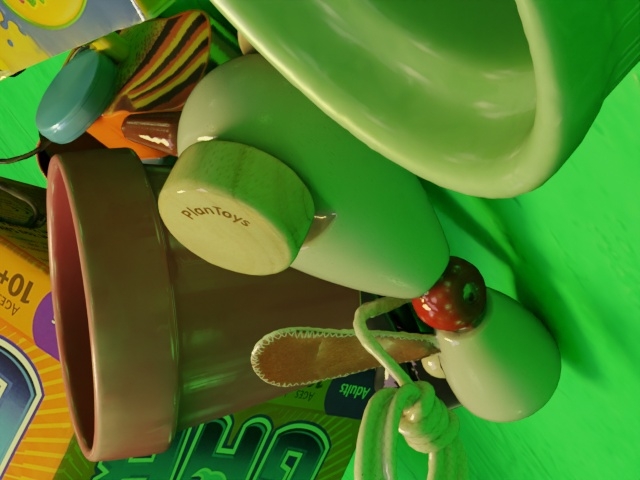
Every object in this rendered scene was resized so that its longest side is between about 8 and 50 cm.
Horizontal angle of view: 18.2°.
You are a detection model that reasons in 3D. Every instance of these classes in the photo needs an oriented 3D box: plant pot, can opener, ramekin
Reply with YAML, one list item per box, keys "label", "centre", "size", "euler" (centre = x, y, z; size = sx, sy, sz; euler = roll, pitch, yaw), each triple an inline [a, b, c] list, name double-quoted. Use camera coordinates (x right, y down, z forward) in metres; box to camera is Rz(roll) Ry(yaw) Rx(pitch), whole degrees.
- label: "plant pot"
  centre: [-0.076, 0.034, 1.303]
  size: [0.201, 0.180, 0.201]
  euler: [173, 90, -75]
- label: "can opener"
  centre: [0.047, 0.050, 1.458]
  size: [0.186, 0.073, 0.059]
  euler: [59, -157, -22]
- label: "ramekin"
  centre: [0.026, -0.176, 0.679]
  size: [0.303, 0.148, 0.303]
  euler: [46, 167, 14]

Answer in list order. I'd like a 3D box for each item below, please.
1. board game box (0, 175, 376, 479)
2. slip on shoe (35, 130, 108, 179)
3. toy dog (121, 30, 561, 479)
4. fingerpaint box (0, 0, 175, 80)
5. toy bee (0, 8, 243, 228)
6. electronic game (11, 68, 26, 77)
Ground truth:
- label: "board game box"
  centre: [-0.235, 0.170, 1.649]
  size: [0.356, 0.356, 0.356]
  euler: [29, -172, 35]
- label: "slip on shoe"
  centre: [-0.178, -0.096, 1.657]
  size: [0.123, 0.101, 0.331]
  euler: [52, 165, -3]
- label: "toy dog"
  centre: [0.000, 0.000, 1.184]
  size: [0.161, 0.220, 0.334]
  euler: [2, 125, 43]
- label: "fingerpaint box"
  centre: [-0.242, -0.270, 1.088]
  size: [0.371, 0.163, 0.445]
  euler: [53, 153, -14]
- label: "toy bee"
  centre: [-0.143, -0.121, 1.412]
  size: [0.298, 0.162, 0.195]
  euler: [2, 149, 31]
- label: "electronic game"
  centre: [-0.329, -0.240, 1.744]
  size: [0.229, 0.048, 0.229]
  euler: [56, -176, -5]
